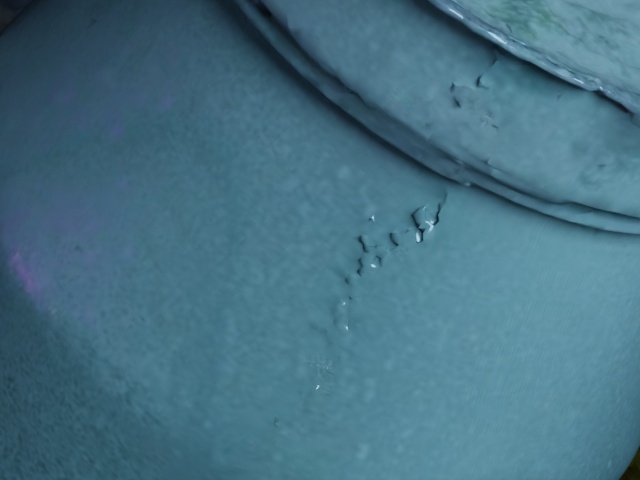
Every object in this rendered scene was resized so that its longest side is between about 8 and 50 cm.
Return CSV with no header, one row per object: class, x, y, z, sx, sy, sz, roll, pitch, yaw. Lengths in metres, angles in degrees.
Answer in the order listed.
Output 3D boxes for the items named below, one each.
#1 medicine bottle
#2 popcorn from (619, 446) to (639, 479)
medicine bottle,0.000,0.000,0.545,0.245,0.290,0.245,21,38,-18
popcorn,0.220,0.031,0.751,0.250,0.190,0.250,8,61,-14
